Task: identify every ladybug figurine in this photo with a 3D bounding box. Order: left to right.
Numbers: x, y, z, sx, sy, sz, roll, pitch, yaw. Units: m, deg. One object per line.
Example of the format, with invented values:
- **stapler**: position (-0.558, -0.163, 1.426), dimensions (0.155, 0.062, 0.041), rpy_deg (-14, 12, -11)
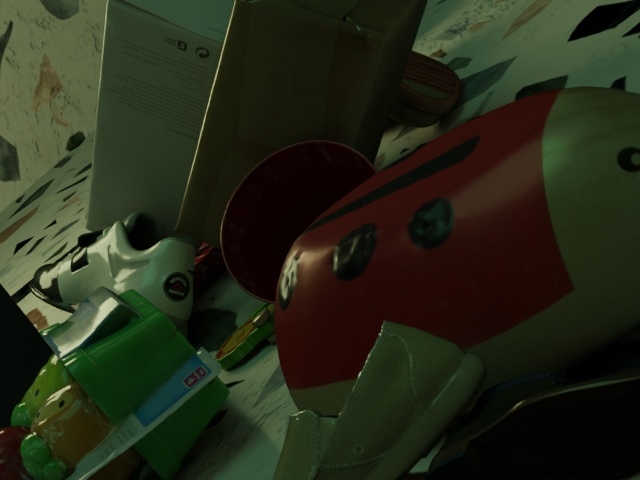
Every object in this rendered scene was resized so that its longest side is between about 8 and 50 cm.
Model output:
- **ladybug figurine**: position (0.124, 0.009, 1.395), dimensions (0.449, 0.162, 0.305), rpy_deg (-28, 18, 31)

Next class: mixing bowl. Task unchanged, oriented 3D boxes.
- **mixing bowl**: position (0.000, 0.000, 1.764), dimensions (0.181, 0.098, 0.181), rpy_deg (-11, 62, 21)

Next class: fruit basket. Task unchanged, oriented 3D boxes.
- **fruit basket**: position (-0.275, 0.196, 1.698), dimensions (0.353, 0.165, 0.327), rpy_deg (-34, 14, -9)

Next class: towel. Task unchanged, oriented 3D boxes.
- **towel**: position (-0.150, 0.018, 2.249), dimensions (0.275, 0.031, 0.199), rpy_deg (-44, 14, -32)

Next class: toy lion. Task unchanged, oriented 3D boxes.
- **toy lion**: position (-0.071, 0.095, 1.841), dimensions (0.096, 0.034, 0.100), rpy_deg (-36, 13, 34)

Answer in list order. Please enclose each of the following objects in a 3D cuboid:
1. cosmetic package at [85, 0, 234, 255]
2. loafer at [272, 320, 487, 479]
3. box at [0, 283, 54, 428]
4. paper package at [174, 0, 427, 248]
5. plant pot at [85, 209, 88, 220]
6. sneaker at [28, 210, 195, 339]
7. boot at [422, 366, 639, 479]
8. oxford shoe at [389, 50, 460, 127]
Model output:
- **cosmetic package**: position (-0.163, -0.177, 2.083), dimensions (0.385, 0.156, 0.217), rpy_deg (106, -170, -45)
- **loafer**: position (0.004, 0.165, 1.237), dimensions (0.268, 0.092, 0.102), rpy_deg (-48, -7, -1)
- **box**: position (-0.502, 0.149, 2.126), dimensions (0.294, 0.296, 0.183), rpy_deg (-19, 22, 50)
- **paper package**: position (-0.009, -0.168, 1.930), dimensions (0.309, 0.168, 0.324), rpy_deg (-58, -12, -57)
- **plant pot**: position (-0.215, -0.064, 2.486), dimensions (0.237, 0.109, 0.237), rpy_deg (-33, 15, 10)
- **sneaker**: position (-0.241, 0.036, 2.100), dimensions (0.330, 0.122, 0.146), rpy_deg (9, 83, 54)
- **boot**: position (0.163, 0.111, 1.154), dimensions (0.219, 0.082, 0.106), rpy_deg (-29, 19, 35)
- **oxford shoe**: position (0.076, -0.191, 2.255), dimensions (0.397, 0.140, 0.146), rpy_deg (-122, 54, -70)
